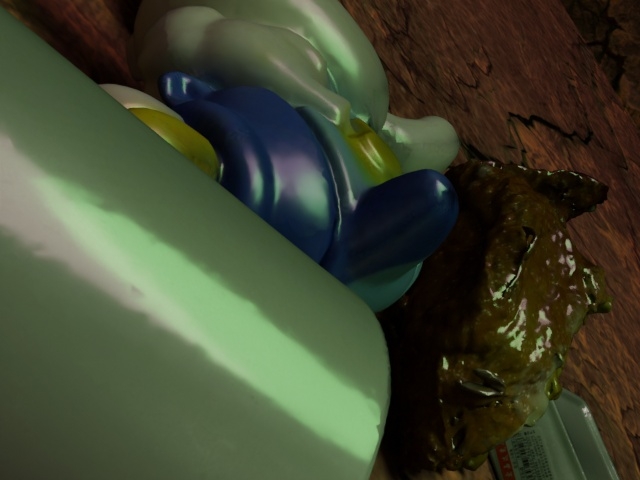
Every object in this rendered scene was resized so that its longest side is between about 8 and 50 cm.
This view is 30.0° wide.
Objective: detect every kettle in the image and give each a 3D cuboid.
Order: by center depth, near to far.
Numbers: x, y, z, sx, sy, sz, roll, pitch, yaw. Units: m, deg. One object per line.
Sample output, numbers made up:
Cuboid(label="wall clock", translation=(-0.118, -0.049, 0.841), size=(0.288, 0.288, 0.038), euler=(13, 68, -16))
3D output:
Cuboid(label="kettle", translation=(-0.167, 0.034, 0.427), size=(0.318, 0.265, 0.205), euler=(43, -6, -28))

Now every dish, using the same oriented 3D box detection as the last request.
Cuboid(label="dish", translation=(0.221, 0.218, 1.049), size=(0.154, 0.064, 0.234), euler=(29, 36, -48))

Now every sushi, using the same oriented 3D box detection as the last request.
Cuboid(label="sushi", translation=(0.139, 0.059, 0.938), size=(0.179, 0.166, 0.296), euler=(47, 35, -26))

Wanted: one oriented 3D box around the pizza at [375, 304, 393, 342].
Cuboid(label="pizza", translation=(0.000, 0.000, 0.940), size=(0.178, 0.041, 0.131), euler=(40, 30, -31))

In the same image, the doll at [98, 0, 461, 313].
Cuboid(label="doll", translation=(-0.038, -0.058, 0.768), size=(0.376, 0.187, 0.366), euler=(18, 36, -19))

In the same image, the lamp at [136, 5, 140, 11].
Cuboid(label="lamp", translation=(-0.097, -0.186, 0.938), size=(0.107, 0.092, 0.107), euler=(58, -11, 19))
